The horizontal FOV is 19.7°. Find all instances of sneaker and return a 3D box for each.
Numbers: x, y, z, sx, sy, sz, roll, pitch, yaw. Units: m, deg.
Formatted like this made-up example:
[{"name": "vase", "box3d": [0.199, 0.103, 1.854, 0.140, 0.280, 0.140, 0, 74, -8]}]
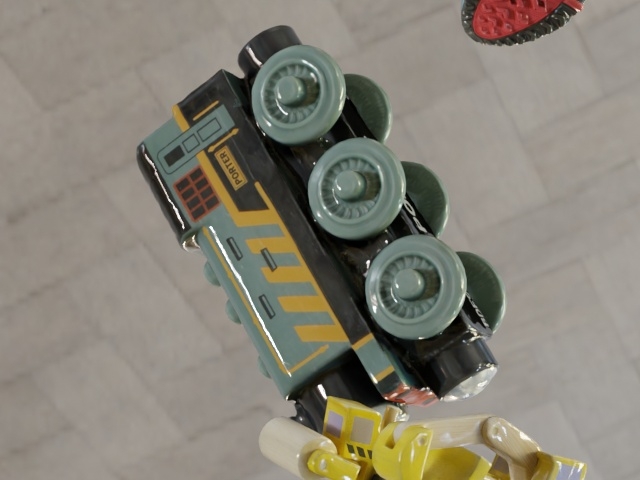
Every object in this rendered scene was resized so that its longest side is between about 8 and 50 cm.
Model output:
[{"name": "sneaker", "box3d": [0.230, -0.294, 1.767, 0.104, 0.125, 0.262, 38, 97, -12]}]

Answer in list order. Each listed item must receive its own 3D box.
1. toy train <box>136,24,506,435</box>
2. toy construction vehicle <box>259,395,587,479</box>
[{"name": "toy train", "box3d": [0.000, 0.000, 1.404, 0.190, 0.334, 0.142, -36, 161, 15]}, {"name": "toy construction vehicle", "box3d": [0.040, 0.061, 0.496, 0.098, 0.086, 0.035, 21, 89, -29]}]
